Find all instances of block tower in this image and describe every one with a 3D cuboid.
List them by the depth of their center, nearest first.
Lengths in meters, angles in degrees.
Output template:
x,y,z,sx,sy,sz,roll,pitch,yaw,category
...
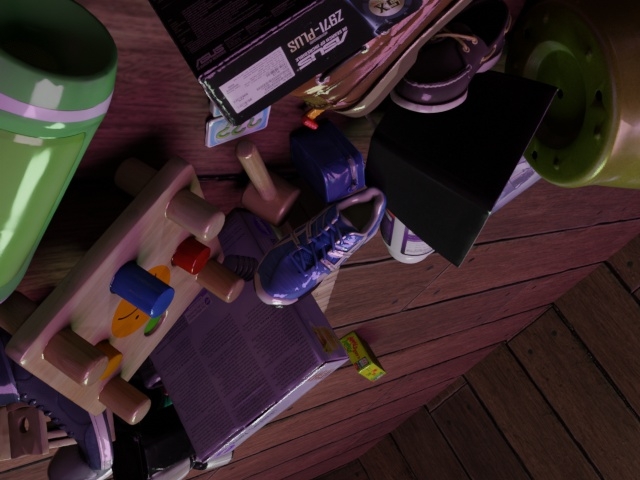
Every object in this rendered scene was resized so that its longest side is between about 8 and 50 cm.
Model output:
x,y,z,sx,sy,sz,roll,pitch,yaw,category
-0.033,0.035,1.133,0.091,0.097,0.335,-23,157,-20,block tower

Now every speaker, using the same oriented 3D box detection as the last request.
x,y,z,sx,sy,sz,roll,pitch,yaw,category
-0.270,-0.057,0.601,0.131,0.131,0.296,-7,147,-46,speaker

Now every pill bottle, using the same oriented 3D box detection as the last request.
x,y,z,sx,sy,sz,roll,pitch,yaw,category
0.151,-0.037,1.201,0.108,0.108,0.193,-27,157,-11,pill bottle

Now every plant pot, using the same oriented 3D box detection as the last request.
x,y,z,sx,sy,sz,roll,pitch,yaw,category
0.157,-0.109,0.927,0.187,0.167,0.188,-58,171,-21,plant pot
0.449,-0.212,0.971,0.353,0.366,0.366,-13,153,-16,plant pot

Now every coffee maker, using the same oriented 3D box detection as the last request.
x,y,z,sx,sy,sz,roll,pitch,yaw,category
-0.223,0.297,1.148,0.178,0.120,0.171,-17,126,-49,coffee maker

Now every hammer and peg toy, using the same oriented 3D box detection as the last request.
x,y,z,sx,sy,sz,roll,pitch,yaw,category
-0.177,0.017,0.833,0.361,0.127,0.266,-53,165,-19,hammer and peg toy

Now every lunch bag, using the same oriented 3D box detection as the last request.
x,y,z,sx,sy,sz,roll,pitch,yaw,category
0.015,-0.096,0.916,0.065,0.098,0.067,-29,147,-16,lunch bag

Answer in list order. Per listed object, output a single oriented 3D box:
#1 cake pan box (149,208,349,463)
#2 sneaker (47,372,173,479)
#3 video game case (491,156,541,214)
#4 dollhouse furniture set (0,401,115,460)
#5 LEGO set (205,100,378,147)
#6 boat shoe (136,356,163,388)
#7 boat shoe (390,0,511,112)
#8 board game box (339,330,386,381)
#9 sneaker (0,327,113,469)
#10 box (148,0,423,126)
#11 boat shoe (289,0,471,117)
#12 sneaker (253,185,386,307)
x,y,z,sx,sy,sz,roll,pitch,yaw,category
-0.124,0.134,1.020,0.267,0.245,0.070,-43,155,23,cake pan box
-0.357,0.320,1.254,0.296,0.123,0.178,-38,163,-6,sneaker
0.362,-0.125,1.401,0.274,0.026,0.196,-37,157,13,video game case
-0.413,0.241,1.068,0.184,0.128,0.129,-16,167,28,dollhouse furniture set
0.001,-0.173,0.800,0.244,0.060,0.182,-23,160,-23,LEGO set
-0.172,0.182,1.238,0.113,0.105,0.306,-45,154,28,boat shoe
0.146,-0.210,0.823,0.228,0.081,0.068,-45,156,-45,boat shoe
0.105,0.286,1.821,0.043,0.092,0.181,-33,158,3,board game box
-0.361,0.206,0.930,0.164,0.226,0.086,-21,-174,-24,sneaker
-0.037,-0.201,0.572,0.180,0.147,0.077,-33,158,1,box
0.070,-0.241,0.657,0.104,0.110,0.307,6,126,-45,boat shoe
0.000,0.000,0.917,0.211,0.080,0.081,-42,172,-26,sneaker
